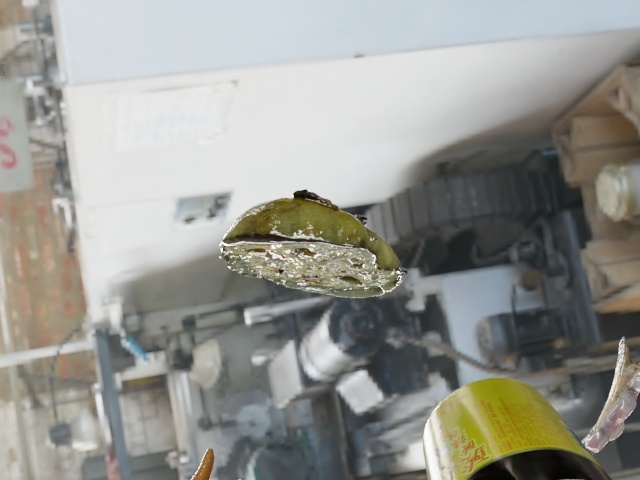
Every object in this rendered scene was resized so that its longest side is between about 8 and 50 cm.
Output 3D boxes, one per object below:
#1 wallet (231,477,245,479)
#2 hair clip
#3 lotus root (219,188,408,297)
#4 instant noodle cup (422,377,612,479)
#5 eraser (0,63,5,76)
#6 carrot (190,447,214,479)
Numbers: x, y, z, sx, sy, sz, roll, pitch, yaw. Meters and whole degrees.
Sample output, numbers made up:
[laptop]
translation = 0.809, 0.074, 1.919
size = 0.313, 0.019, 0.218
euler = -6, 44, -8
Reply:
[wallet]
translation = -0.090, 0.459, 1.714
size = 0.141, 0.059, 0.202
euler = 38, 147, 34
[hair clip]
translation = 0.465, 0.235, 1.773
size = 0.257, 0.075, 0.146
euler = -54, -4, -32
[lotus root]
translation = -0.004, -0.001, 1.263
size = 0.183, 0.203, 0.078
euler = 100, 179, -71
[instant noodle cup]
translation = 0.200, 0.258, 1.151
size = 0.236, 0.215, 0.215
euler = -105, 12, -63
[eraser]
translation = -0.451, -0.215, 1.482
size = 0.038, 0.083, 0.019
euler = -36, -59, -65
[carrot]
translation = -0.193, 0.376, 1.757
size = 0.035, 0.035, 0.142
euler = 95, -159, -46
